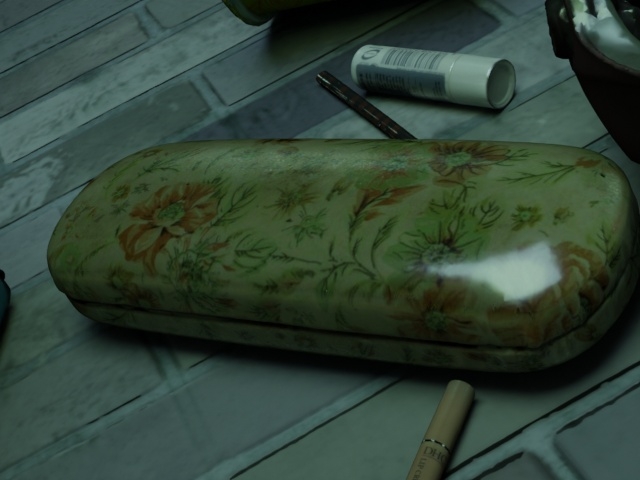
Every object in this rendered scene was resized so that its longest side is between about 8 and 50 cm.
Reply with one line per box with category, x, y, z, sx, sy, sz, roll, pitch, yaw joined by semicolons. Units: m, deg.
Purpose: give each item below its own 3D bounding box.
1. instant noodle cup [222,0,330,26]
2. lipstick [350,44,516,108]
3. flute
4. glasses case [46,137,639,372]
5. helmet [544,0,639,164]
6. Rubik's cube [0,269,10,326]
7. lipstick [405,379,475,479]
instant noodle cup;0.034;-0.344;1.112;0.221;0.311;0.311;-1;41;16
lipstick;0.086;-0.132;1.002;0.141;0.040;0.040;14;50;40
flute;0.058;-0.085;0.983;0.014;0.014;0.269;-32;37;-10
glasses case;0.000;0.000;0.836;0.425;0.098;0.156;4;47;33
helmet;0.274;-0.128;0.758;0.271;0.197;0.338;-8;45;10
Rubik's cube;-0.449;0.061;0.799;0.362;0.363;0.359;-9;42;14
lipstick;0.066;0.119;0.717;0.019;0.019;0.094;1;43;30
